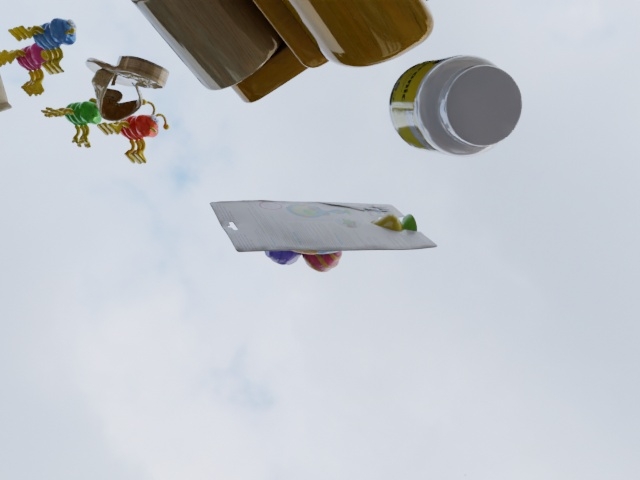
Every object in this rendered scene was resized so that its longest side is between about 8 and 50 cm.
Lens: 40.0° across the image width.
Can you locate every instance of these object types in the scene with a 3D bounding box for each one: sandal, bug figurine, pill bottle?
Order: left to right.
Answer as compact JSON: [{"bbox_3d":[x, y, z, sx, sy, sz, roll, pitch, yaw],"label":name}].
[{"bbox_3d":[-0.368,-0.236,1.334,0.216,0.279,0.072,5,-125,41],"label":"bug figurine"},{"bbox_3d":[-0.288,-0.207,1.238,0.088,0.240,0.079,22,-95,-31],"label":"sandal"},{"bbox_3d":[0.087,-0.087,0.570,0.065,0.116,0.065,-1,-81,-9],"label":"pill bottle"}]

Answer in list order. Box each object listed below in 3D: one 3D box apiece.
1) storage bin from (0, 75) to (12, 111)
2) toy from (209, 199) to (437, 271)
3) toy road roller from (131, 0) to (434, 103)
[{"bbox_3d":[-0.596,-0.214,1.182,0.260,0.123,0.262,-28,-148,-33],"label":"storage bin"},{"bbox_3d":[0.000,0.000,1.025,0.237,0.137,0.056,-4,-65,-19],"label":"toy"},{"bbox_3d":[-0.023,-0.251,0.840,0.329,0.202,0.241,-29,-144,18],"label":"toy road roller"}]
